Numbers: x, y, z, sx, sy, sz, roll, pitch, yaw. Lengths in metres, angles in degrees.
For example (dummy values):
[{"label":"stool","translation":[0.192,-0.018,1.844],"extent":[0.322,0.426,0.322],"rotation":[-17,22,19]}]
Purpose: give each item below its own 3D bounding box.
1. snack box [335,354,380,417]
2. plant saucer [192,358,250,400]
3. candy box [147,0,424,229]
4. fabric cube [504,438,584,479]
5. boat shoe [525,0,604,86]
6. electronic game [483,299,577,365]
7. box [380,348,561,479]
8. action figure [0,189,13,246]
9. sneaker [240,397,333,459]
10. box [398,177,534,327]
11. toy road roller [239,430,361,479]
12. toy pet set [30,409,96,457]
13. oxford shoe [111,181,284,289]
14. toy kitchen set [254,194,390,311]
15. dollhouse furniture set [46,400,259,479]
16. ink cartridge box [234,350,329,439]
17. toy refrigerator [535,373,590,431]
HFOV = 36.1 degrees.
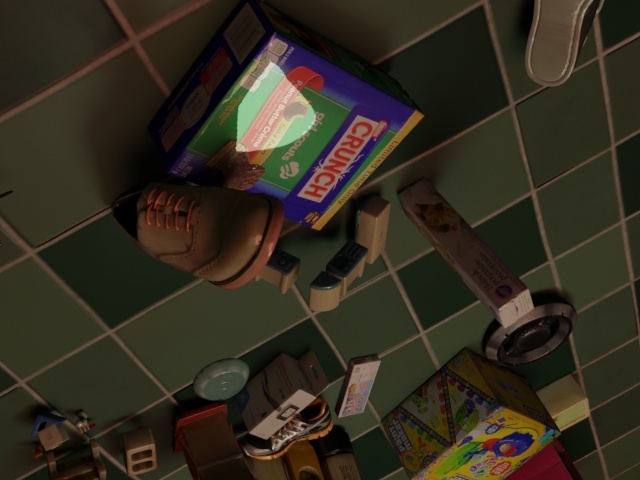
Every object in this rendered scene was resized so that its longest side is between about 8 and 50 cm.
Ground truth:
[{"label":"snack box","translation":[0.081,0.320,2.149],"extent":[0.064,0.022,0.178],"rotation":[-8,135,-24]},{"label":"plant saucer","translation":[-0.194,0.283,1.955],"extent":[0.119,0.021,0.119],"rotation":[-16,138,-15]},{"label":"candy box","translation":[-0.050,-0.178,1.489],"extent":[0.317,0.122,0.268],"rotation":[19,121,-42]},{"label":"fabric cube","translation":[0.571,0.687,2.626],"extent":[0.258,0.259,0.254],"rotation":[-36,140,10]},{"label":"boat shoe","translation":[0.392,-0.393,1.550],"extent":[0.114,0.091,0.302],"rotation":[23,132,9]},{"label":"electronic game","translation":[0.480,0.213,2.247],"extent":[0.229,0.048,0.229],"rotation":[-14,142,-12]},{"label":"box","translation":[0.353,0.438,2.309],"extent":[0.279,0.177,0.290],"rotation":[-44,137,18]},{"label":"action figure","translation":[-0.560,0.008,1.378],"extent":[0.276,0.141,0.164],"rotation":[-32,128,5]},{"label":"sneaker","translation":[-0.073,0.395,2.100],"extent":[0.215,0.084,0.083],"rotation":[-20,136,-24]},{"label":"box","translation":[0.245,0.014,1.700],"extent":[0.063,0.324,0.067],"rotation":[-34,140,-4]},{"label":"toy road roller","translation":[-0.061,0.578,2.205],"extent":[0.330,0.202,0.240],"rotation":[2,142,-32]},{"label":"toy pet set","translation":[-0.501,0.353,1.842],"extent":[0.122,0.065,0.114],"rotation":[-29,174,4]},{"label":"oxford shoe","translation":[-0.189,-0.017,1.415],"extent":[0.146,0.397,0.140],"rotation":[24,75,-29]},{"label":"toy kitchen set","translation":[0.000,0.000,1.749],"extent":[0.207,0.166,0.122],"rotation":[-48,154,-39]},{"label":"dollhouse furniture set","translation":[-0.323,0.478,1.923],"extent":[0.374,0.201,0.152],"rotation":[-15,146,-19]},{"label":"ink cartridge box","translation":[-0.080,0.301,1.976],"extent":[0.180,0.104,0.060],"rotation":[-42,137,14]},{"label":"toy refrigerator","translation":[0.546,0.457,2.499],"extent":[0.269,0.094,0.102],"rotation":[-27,140,-2]}]
